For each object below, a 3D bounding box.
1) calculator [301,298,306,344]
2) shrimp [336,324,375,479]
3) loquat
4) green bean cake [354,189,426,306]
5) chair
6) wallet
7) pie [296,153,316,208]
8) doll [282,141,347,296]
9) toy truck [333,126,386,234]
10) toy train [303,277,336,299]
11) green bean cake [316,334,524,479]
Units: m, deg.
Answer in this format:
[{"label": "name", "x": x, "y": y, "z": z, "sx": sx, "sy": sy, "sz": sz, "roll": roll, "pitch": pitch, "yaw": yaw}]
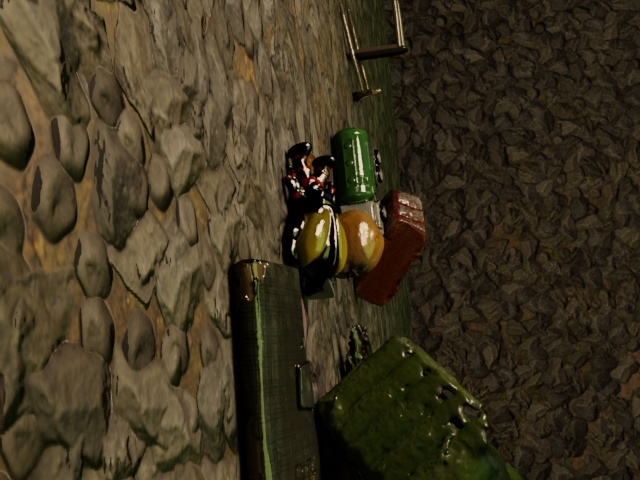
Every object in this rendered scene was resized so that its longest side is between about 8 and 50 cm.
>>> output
[{"label": "calculator", "x": -0.046, "y": 0.122, "z": 1.090, "sx": 0.166, "sy": 0.024, "sz": 0.103, "roll": -24, "pitch": 108, "yaw": -77}, {"label": "shrimp", "x": 0.070, "y": 0.352, "z": 1.479, "sx": 0.233, "sy": 0.071, "sz": 0.365, "roll": -4, "pitch": 93, "yaw": -74}, {"label": "loquat", "x": 0.055, "y": 0.010, "z": 1.416, "sx": 0.113, "sy": 0.137, "sz": 0.137, "roll": 51, "pitch": 32, "yaw": -45}, {"label": "green bean cake", "x": 0.165, "y": 0.011, "z": 1.799, "sx": 0.233, "sy": 0.097, "sz": 0.198, "roll": 124, "pitch": -26, "yaw": -43}, {"label": "chair", "x": 0.163, "y": -0.542, "z": 2.160, "sx": 0.188, "sy": 0.166, "sz": 0.272, "roll": -51, "pitch": 134, "yaw": -75}, {"label": "wallet", "x": -0.050, "y": 0.183, "z": 0.933, "sx": 0.169, "sy": 0.044, "sz": 0.317, "roll": 17, "pitch": 65, "yaw": -69}, {"label": "pie", "x": -0.021, "y": -0.105, "z": 1.330, "sx": 0.191, "sy": 0.033, "sz": 0.088, "roll": -73, "pitch": 151, "yaw": -63}, {"label": "doll", "x": -0.009, "y": -0.034, "z": 1.211, "sx": 0.088, "sy": 0.127, "sz": 0.249, "roll": 133, "pitch": -37, "yaw": -58}, {"label": "toy truck", "x": 0.084, "y": -0.129, "z": 1.708, "sx": 0.125, "sy": 0.101, "sz": 0.242, "roll": 30, "pitch": 53, "yaw": -73}, {"label": "toy train", "x": 0.000, "y": 0.000, "z": 1.326, "sx": 0.234, "sy": 0.051, "sz": 0.052, "roll": -90, "pitch": 168, "yaw": -45}, {"label": "green bean cake", "x": 0.179, "y": 0.362, "z": 1.268, "sx": 0.335, "sy": 0.218, "sz": 0.319, "roll": 46, "pitch": -8, "yaw": 47}]
